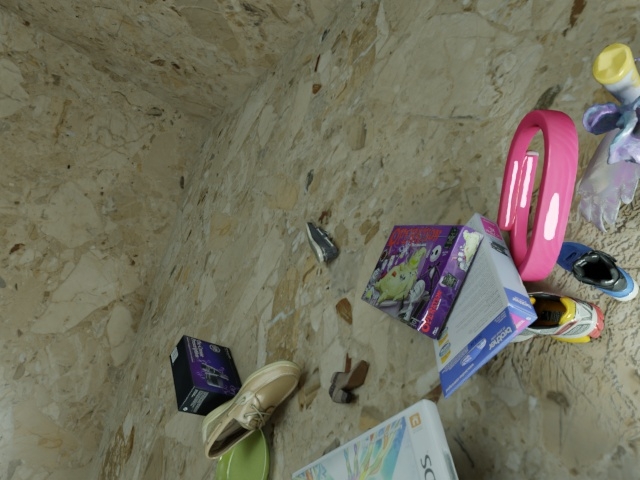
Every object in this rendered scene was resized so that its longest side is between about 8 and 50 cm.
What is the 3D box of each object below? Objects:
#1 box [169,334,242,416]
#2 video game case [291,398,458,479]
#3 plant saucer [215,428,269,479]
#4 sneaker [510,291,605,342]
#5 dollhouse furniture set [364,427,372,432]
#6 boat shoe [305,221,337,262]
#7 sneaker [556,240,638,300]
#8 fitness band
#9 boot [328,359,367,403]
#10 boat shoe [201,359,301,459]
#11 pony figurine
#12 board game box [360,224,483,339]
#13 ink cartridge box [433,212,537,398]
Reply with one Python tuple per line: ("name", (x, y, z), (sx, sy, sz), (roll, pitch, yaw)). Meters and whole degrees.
("box", (-0.368, 0.439, 1.440), (0.103, 0.184, 0.261), (-55, 33, 8))
("video game case", (0.076, 0.442, 0.658), (0.329, 0.036, 0.299), (-42, 33, 27))
("plant saucer", (-0.208, 0.621, 1.221), (0.241, 0.037, 0.240), (-33, 43, 36))
("sneaker", (0.344, 0.121, 0.761), (0.225, 0.093, 0.087), (-18, 53, 53))
("dollhouse furniture set", (0.140, 0.482, 0.731), (0.197, 0.151, 0.301), (-58, 33, 8))
("boat shoe", (0.000, 0.000, 1.381), (0.065, 0.075, 0.206), (-16, 31, -7))
("sneaker", (0.425, 0.034, 0.721), (0.058, 0.085, 0.152), (-53, 34, 15))
("fitness band", (0.366, -0.073, 0.766), (0.209, 0.054, 0.290), (-66, -21, -76))
("boot", (0.059, 0.329, 1.062), (0.118, 0.042, 0.087), (-62, 24, -11))
("boat shoe", (-0.179, 0.456, 1.193), (0.341, 0.122, 0.110), (-43, 29, 12))
("pony figurine", (0.494, -0.157, 0.586), (0.303, 0.364, 0.350), (32, 110, 50))
("board game box", (0.192, 0.067, 0.945), (0.208, 0.056, 0.347), (-61, 10, -5))
("ink cartridge box", (0.267, 0.108, 0.785), (0.185, 0.065, 0.311), (-59, 10, 33))
